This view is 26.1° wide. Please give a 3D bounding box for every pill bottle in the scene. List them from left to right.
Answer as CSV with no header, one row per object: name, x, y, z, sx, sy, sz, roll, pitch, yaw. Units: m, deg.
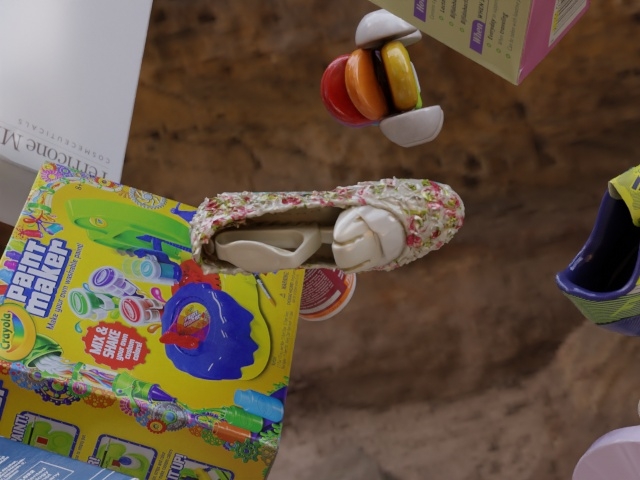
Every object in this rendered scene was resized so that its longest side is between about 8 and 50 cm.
pill bottle,-0.030,0.018,1.491,0.086,0.086,0.152,-12,-35,25

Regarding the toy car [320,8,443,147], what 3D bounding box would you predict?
toy car,0.067,-0.185,1.661,0.136,0.159,0.182,-16,0,7

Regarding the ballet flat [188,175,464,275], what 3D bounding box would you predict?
ballet flat,0.000,0.000,1.161,0.241,0.091,0.077,-6,29,16

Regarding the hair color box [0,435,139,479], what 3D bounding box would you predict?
hair color box,-0.228,0.236,1.006,0.347,0.174,0.105,4,36,47

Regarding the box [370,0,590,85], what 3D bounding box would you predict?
box,0.106,-0.284,1.127,0.117,0.243,0.213,-47,-22,-25

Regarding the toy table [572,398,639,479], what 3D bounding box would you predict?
toy table,0.368,0.223,1.167,0.161,0.274,0.252,-37,-22,-47

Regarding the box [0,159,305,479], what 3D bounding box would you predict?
box,-0.179,0.111,1.297,0.279,0.177,0.290,17,37,-8

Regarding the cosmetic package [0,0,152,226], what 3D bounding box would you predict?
cosmetic package,-0.332,-0.259,1.592,0.230,0.453,0.161,24,-29,-36

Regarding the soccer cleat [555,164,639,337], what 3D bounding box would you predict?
soccer cleat,0.298,-0.047,1.101,0.121,0.289,0.093,23,20,-26
